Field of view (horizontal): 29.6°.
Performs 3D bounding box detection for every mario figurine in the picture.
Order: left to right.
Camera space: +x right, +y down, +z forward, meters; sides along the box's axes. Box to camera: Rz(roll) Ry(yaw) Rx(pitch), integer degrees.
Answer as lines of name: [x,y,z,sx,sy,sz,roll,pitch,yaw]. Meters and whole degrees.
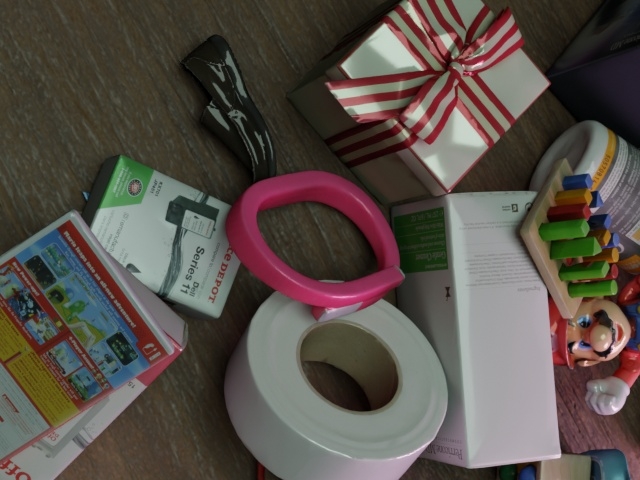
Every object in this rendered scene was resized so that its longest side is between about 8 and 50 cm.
mario figurine: [0.467,0.136,1.755,0.321,0.170,0.198,-4,59,3]

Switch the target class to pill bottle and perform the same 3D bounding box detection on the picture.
pill bottle: [0.465,-0.046,1.820,0.278,0.162,0.162,32,76,-15]

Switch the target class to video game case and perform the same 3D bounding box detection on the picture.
video game case: [-0.342,0.123,1.395,0.285,0.025,0.204,-33,103,4]

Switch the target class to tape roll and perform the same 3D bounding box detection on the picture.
tape roll: [0.020,0.190,1.593,0.286,0.100,0.286,15,45,-15]

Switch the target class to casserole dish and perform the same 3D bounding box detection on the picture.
casserole dish: [0.396,0.359,1.755,0.037,0.188,0.114,3,79,-11]

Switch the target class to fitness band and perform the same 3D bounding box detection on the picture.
fitness band: [0.000,0.000,1.617,0.291,0.054,0.209,-15,64,-52]

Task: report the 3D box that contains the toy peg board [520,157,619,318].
toy peg board: [0.361,-0.006,1.651,0.161,0.079,0.160,59,45,-28]

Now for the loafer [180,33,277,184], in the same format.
loafer: [-0.127,-0.168,1.660,0.078,0.080,0.220,-24,90,-11]

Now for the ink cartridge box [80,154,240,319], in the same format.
ink cartridge box: [-0.209,-0.001,1.597,0.208,0.087,0.153,25,77,-23]

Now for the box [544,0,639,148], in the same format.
box: [0.534,-0.305,1.792,0.183,0.296,0.294,43,73,-13]

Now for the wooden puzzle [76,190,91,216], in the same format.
wooden puzzle: [-0.297,-0.002,1.612,0.079,0.014,0.116,11,83,-24]

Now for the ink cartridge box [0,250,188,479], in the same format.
ink cartridge box: [-0.332,0.149,1.477,0.207,0.117,0.283,43,98,-13]

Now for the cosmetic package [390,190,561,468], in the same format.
cosmetic package: [0.215,0.122,1.698,0.155,0.197,0.365,-2,86,-22]

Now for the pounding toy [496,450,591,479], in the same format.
pounding toy: [0.324,0.390,1.713,0.094,0.206,0.181,8,84,-20]

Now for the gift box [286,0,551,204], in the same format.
gift box: [0.114,-0.215,1.650,0.276,0.258,0.255,43,73,-14]

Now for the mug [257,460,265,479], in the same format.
mug: [-0.021,0.311,1.643,0.150,0.113,0.169,-41,97,-20]
